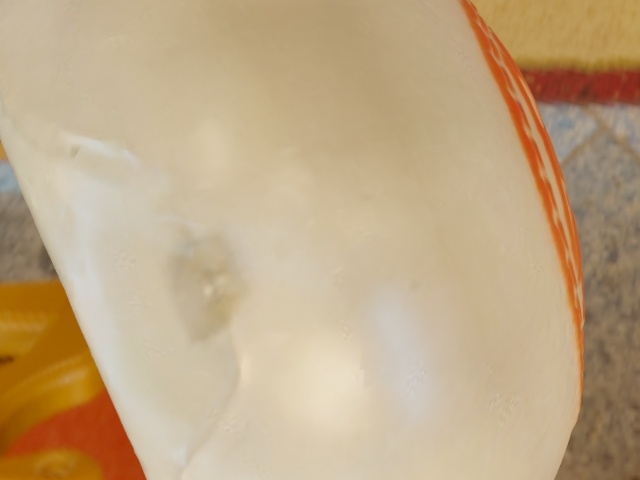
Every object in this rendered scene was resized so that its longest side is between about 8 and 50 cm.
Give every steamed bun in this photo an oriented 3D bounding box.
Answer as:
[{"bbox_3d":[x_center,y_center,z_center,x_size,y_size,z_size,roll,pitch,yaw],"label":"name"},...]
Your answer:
[{"bbox_3d":[0.000,0.000,0.551,0.145,0.232,0.231,-23,115,-6],"label":"steamed bun"}]
